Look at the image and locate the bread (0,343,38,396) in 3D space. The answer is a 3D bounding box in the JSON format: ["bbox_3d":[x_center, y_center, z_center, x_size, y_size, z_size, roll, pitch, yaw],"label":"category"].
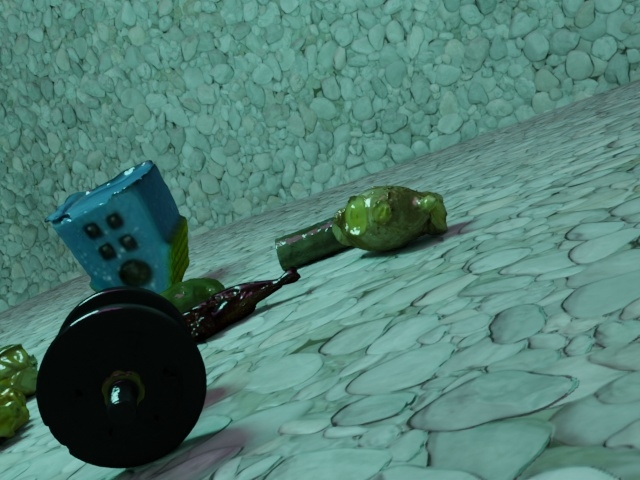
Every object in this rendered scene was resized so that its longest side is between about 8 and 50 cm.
[{"bbox_3d":[-0.545,0.242,1.078,0.269,0.098,0.087,-29,-31,-40],"label":"bread"}]

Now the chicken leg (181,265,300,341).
[{"bbox_3d":[-0.132,0.098,1.089,0.219,0.048,0.089,-25,11,-26],"label":"chicken leg"}]

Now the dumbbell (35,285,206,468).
[{"bbox_3d":[-0.189,0.122,0.709,0.143,0.143,0.325,-23,8,-13],"label":"dumbbell"}]

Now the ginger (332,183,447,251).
[{"bbox_3d":[0.110,-0.035,1.160,0.157,0.102,0.216,2,-10,-34],"label":"ginger"}]

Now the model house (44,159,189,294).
[{"bbox_3d":[-0.390,0.004,1.579,0.215,0.303,0.237,-28,17,8],"label":"model house"}]

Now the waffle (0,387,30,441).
[{"bbox_3d":[-0.464,0.248,0.918,0.160,0.055,0.211,-13,12,43],"label":"waffle"}]

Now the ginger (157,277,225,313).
[{"bbox_3d":[-0.267,0.126,1.133,0.290,0.089,0.137,-30,-8,-28],"label":"ginger"}]

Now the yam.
[{"bbox_3d":[0.000,0.000,1.354,0.169,0.068,0.068,-20,8,7],"label":"yam"}]
